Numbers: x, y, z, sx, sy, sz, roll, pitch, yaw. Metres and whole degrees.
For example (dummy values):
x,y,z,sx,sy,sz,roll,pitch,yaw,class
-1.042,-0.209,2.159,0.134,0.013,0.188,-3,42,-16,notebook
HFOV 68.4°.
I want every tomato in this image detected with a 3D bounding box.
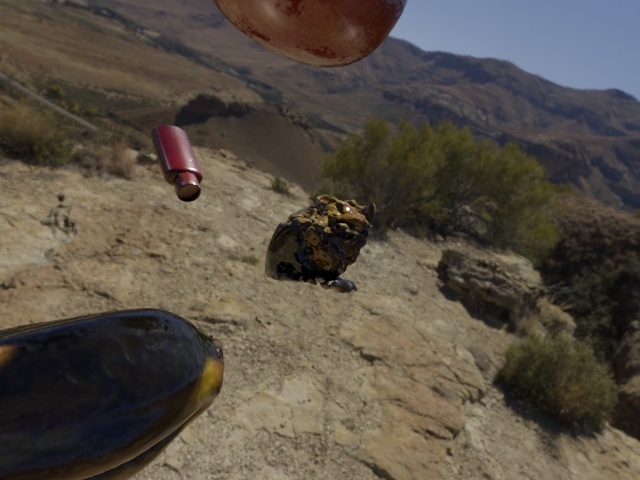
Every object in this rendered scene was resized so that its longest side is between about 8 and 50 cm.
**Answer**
x,y,z,sx,sy,sz,roll,pitch,yaw,class
-0.039,-0.357,0.686,0.289,0.176,0.335,-19,51,-30,tomato

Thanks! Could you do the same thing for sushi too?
x,y,z,sx,sy,sz,roll,pitch,yaw,class
0.006,0.001,0.997,0.199,0.204,0.213,13,3,40,sushi

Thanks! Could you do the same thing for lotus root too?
x,y,z,sx,sy,sz,roll,pitch,yaw,class
-0.234,0.161,0.454,0.290,0.193,0.193,-9,37,-39,lotus root

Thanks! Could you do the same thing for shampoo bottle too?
x,y,z,sx,sy,sz,roll,pitch,yaw,class
-0.374,-0.205,1.237,0.102,0.064,0.260,3,42,-35,shampoo bottle
